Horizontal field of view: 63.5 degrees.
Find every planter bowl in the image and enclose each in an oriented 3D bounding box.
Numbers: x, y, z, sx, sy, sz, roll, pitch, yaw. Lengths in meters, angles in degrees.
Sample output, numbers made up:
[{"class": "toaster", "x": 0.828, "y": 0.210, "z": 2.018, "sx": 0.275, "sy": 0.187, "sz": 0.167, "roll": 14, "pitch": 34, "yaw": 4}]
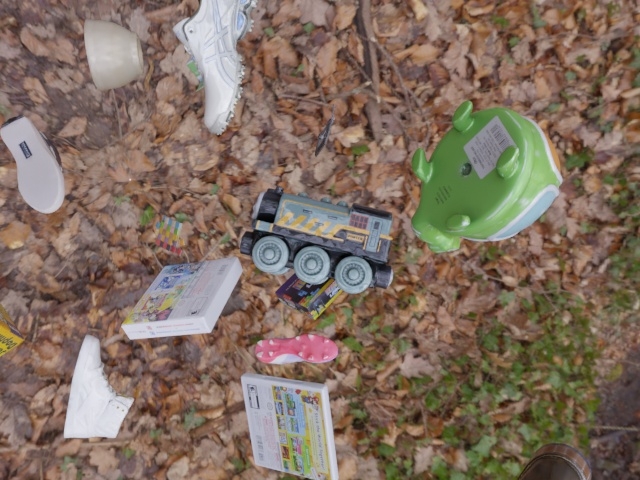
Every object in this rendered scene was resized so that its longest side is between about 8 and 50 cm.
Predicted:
[{"class": "planter bowl", "x": -0.485, "y": -0.444, "z": 1.234, "sx": 0.109, "sy": 0.162, "sz": 0.161, "roll": -7, "pitch": 99, "yaw": -11}]

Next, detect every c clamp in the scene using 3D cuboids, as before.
[{"class": "c clamp", "x": 0.016, "y": -0.360, "z": 1.747, "sx": 0.022, "sy": 0.160, "sz": 0.137, "roll": 16, "pitch": 63, "yaw": -14}]

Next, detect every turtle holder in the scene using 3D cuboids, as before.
[{"class": "turtle holder", "x": 0.326, "y": -0.090, "z": 1.018, "sx": 0.228, "sy": 0.243, "sz": 0.320, "roll": 12, "pitch": 107, "yaw": -34}]

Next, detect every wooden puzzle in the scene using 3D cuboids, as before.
[{"class": "wooden puzzle", "x": -0.238, "y": -0.010, "z": 0.812, "sx": 0.006, "sy": 0.083, "sz": 0.049, "roll": 4, "pitch": 103, "yaw": -51}]

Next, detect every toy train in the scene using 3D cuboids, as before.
[{"class": "toy train", "x": 0.000, "y": 0.000, "z": 1.102, "sx": 0.335, "sy": 0.142, "sz": 0.190, "roll": 14, "pitch": 84, "yaw": 6}]

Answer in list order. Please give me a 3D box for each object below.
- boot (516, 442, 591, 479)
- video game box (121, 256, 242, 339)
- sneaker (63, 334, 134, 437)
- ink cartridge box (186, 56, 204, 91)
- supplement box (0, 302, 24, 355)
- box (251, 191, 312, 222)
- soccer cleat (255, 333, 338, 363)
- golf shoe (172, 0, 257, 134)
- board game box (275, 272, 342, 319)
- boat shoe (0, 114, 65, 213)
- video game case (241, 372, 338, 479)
[{"class": "boot", "x": 0.205, "y": 0.321, "z": 0.541, "sx": 0.106, "sy": 0.082, "sz": 0.219, "roll": -14, "pitch": 124, "yaw": -53}, {"class": "video game box", "x": -0.281, "y": 0.117, "z": 1.077, "sx": 0.187, "sy": 0.205, "sz": 0.048, "roll": -6, "pitch": 121, "yaw": 17}, {"class": "sneaker", "x": -0.609, "y": 0.414, "z": 1.460, "sx": 0.169, "sy": 0.108, "sz": 0.292, "roll": 9, "pitch": 94, "yaw": -15}, {"class": "ink cartridge box", "x": -0.304, "y": -0.512, "z": 1.432, "sx": 0.109, "sy": 0.209, "sz": 0.062, "roll": -23, "pitch": 129, "yaw": 25}, {"class": "supplement box", "x": -1.065, "y": 0.188, "z": 1.487, "sx": 0.195, "sy": 0.194, "sz": 0.356, "roll": -36, "pitch": 75, "yaw": -20}, {"class": "box", "x": -0.121, "y": -0.088, "z": 1.593, "sx": 0.156, "sy": 0.158, "sz": 0.093, "roll": 6, "pitch": 85, "yaw": -16}, {"class": "soccer cleat", "x": -0.067, "y": 0.320, "z": 1.495, "sx": 0.248, "sy": 0.095, "sz": 0.082, "roll": -5, "pitch": 65, "yaw": 12}, {"class": "golf shoe", "x": -0.128, "y": -0.212, "z": 0.591, "sx": 0.086, "sy": 0.069, "sz": 0.176, "roll": 8, "pitch": 90, "yaw": -24}, {"class": "board game box", "x": -0.009, "y": 0.107, "z": 1.305, "sx": 0.170, "sy": 0.141, "sz": 0.048, "roll": -44, "pitch": 126, "yaw": -23}, {"class": "boat shoe", "x": -0.811, "y": -0.205, "z": 1.529, "sx": 0.127, "sy": 0.158, "sz": 0.340, "roll": -29, "pitch": 71, "yaw": -3}, {"class": "video game case", "x": -0.068, "y": 0.404, "z": 1.120, "sx": 0.026, "sy": 0.207, "sz": 0.226, "roll": -28, "pitch": 115, "yaw": -59}]
